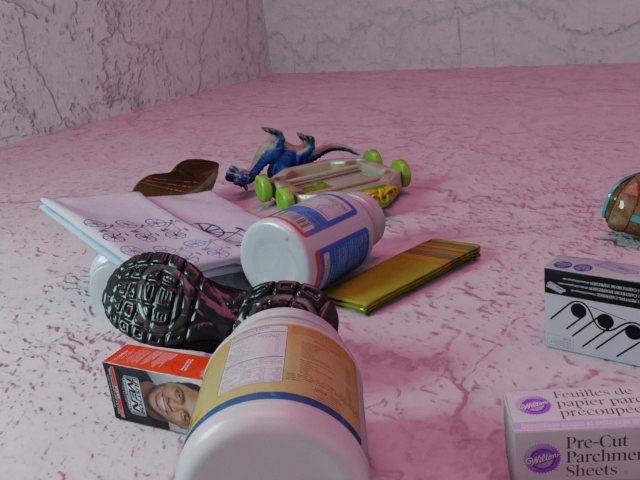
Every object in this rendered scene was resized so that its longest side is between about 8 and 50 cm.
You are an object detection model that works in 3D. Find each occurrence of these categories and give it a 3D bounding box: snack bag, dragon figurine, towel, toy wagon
[{"bbox_3d":[-0.204,-0.019,1.134,0.343,0.037,0.323,-8,25,-45],"label":"snack bag"},{"bbox_3d":[-0.067,-0.163,1.587,0.289,0.144,0.085,5,12,-24],"label":"dragon figurine"},{"bbox_3d":[0.116,0.047,1.041,0.237,0.021,0.102,-23,19,-35],"label":"towel"},{"bbox_3d":[0.039,-0.101,1.407,0.267,0.068,0.344,-15,22,-20],"label":"toy wagon"}]

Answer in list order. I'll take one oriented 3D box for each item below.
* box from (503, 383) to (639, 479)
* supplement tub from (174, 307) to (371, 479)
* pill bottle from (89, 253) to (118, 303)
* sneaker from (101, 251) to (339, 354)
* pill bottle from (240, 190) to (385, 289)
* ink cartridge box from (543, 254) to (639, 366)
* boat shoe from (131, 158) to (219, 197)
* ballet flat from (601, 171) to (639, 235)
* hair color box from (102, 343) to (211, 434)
[{"bbox_3d":[0.317,0.155,0.595,0.324,0.067,0.063,-4,20,7],"label":"box"},{"bbox_3d":[-0.034,0.152,0.611,0.144,0.144,0.199,-6,19,3],"label":"supplement tub"},{"bbox_3d":[-0.297,0.039,1.106,0.087,0.087,0.160,-8,20,-1],"label":"pill bottle"},{"bbox_3d":[-0.113,0.095,0.832,0.286,0.130,0.109,13,69,16],"label":"sneaker"},{"bbox_3d":[0.000,0.000,1.049,0.124,0.124,0.221,7,20,35],"label":"pill bottle"},{"bbox_3d":[0.337,0.079,0.751,0.207,0.097,0.046,8,25,38],"label":"ink cartridge box"},{"bbox_3d":[-0.276,-0.081,1.426,0.109,0.098,0.302,10,20,8],"label":"boat shoe"},{"bbox_3d":[0.562,-0.083,1.131,0.124,0.116,0.342,32,40,31],"label":"ballet flat"},{"bbox_3d":[-0.152,0.155,0.755,0.141,0.072,0.043,3,22,28],"label":"hair color box"}]
